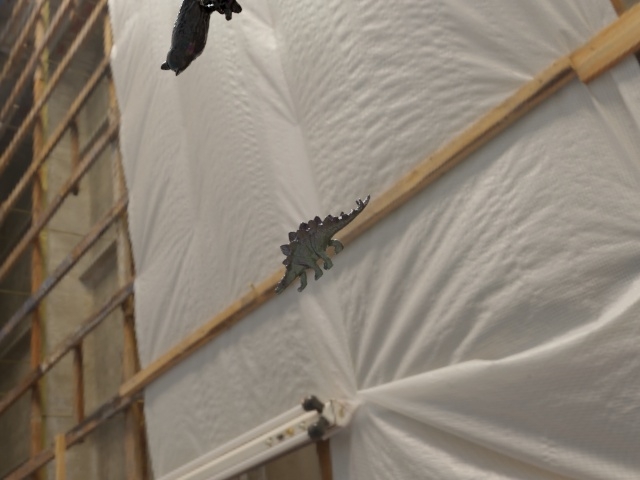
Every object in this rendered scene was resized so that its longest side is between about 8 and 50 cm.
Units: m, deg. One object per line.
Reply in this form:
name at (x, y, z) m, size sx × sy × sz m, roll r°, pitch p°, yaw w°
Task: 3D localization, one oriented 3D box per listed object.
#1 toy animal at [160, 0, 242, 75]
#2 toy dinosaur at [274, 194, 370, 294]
toy animal at (-0.263, -0.440, 1.423) m, size 0.121 × 0.117 × 0.210 m, roll 21°, pitch -107°, yaw 35°
toy dinosaur at (0.001, 0.000, 1.050) m, size 0.209 × 0.082 × 0.039 m, roll -44°, pitch -161°, yaw -5°
